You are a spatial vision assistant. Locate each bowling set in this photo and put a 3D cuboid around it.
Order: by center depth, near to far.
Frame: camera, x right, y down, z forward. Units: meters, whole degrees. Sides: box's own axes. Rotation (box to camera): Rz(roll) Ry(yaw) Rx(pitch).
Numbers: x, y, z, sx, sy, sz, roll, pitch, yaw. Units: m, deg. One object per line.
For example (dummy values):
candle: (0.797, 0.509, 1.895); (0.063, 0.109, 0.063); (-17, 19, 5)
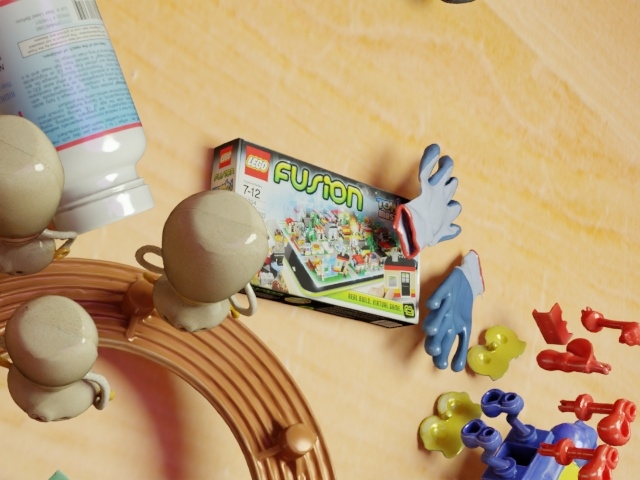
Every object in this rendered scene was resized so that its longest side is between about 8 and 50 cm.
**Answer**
bowling set: (-0.188, 0.038, 0.482); (0.287, 0.154, 0.199); (24, 64, -5)

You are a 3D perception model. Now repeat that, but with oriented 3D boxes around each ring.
ring: (-0.132, 0.160, 0.539); (0.337, 0.032, 0.336); (13, 58, -22)

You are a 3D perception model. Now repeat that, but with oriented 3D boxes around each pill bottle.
pill bottle: (-0.166, -0.085, 0.599); (0.087, 0.087, 0.160); (-25, 98, -42)

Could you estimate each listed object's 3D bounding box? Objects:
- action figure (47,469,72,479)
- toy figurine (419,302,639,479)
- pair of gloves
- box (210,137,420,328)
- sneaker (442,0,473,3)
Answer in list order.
action figure: (-0.195, 0.258, 0.513); (0.232, 0.063, 0.137); (-46, 112, -43)
toy figurine: (0.202, 0.249, 0.801); (0.362, 0.191, 0.217); (-49, 118, -36)
pair of gloves: (0.110, 0.018, 0.836); (0.159, 0.023, 0.198); (-45, 125, -56)
box: (0.000, 0.000, 0.765); (0.207, 0.036, 0.114); (16, 70, -39)
sneaker: (0.053, -0.362, 0.863); (0.131, 0.112, 0.319); (-25, 95, -25)
